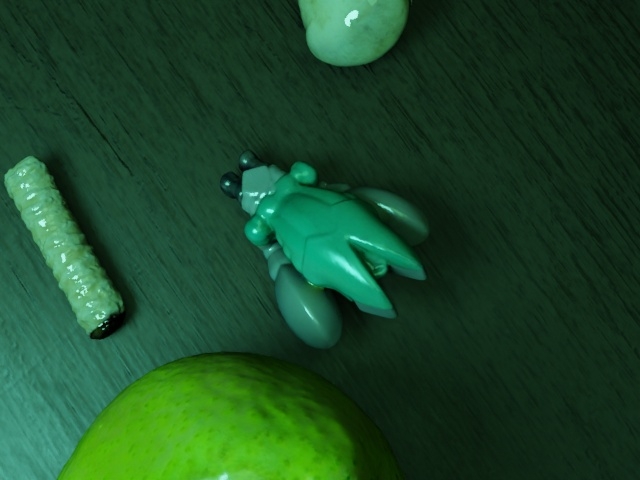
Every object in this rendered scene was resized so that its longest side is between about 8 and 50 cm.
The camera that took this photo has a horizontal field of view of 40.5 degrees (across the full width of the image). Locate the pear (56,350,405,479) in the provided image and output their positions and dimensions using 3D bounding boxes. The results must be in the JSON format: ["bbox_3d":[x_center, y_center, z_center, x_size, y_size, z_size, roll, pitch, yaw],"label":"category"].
[{"bbox_3d":[-0.081,0.285,0.791,0.390,0.391,0.391,1,78,-5],"label":"pear"}]

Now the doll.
[{"bbox_3d":[0.017,-0.012,0.987,0.194,0.153,0.258,-29,65,8],"label":"doll"}]

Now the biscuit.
[{"bbox_3d":[-0.287,0.009,0.983,0.061,0.055,0.219,-36,83,27],"label":"biscuit"}]

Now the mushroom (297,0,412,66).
[{"bbox_3d":[0.040,-0.286,1.045,0.154,0.122,0.154,6,104,27],"label":"mushroom"}]
